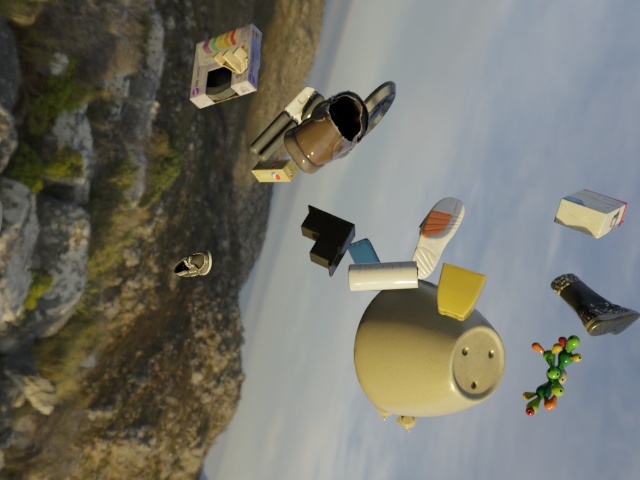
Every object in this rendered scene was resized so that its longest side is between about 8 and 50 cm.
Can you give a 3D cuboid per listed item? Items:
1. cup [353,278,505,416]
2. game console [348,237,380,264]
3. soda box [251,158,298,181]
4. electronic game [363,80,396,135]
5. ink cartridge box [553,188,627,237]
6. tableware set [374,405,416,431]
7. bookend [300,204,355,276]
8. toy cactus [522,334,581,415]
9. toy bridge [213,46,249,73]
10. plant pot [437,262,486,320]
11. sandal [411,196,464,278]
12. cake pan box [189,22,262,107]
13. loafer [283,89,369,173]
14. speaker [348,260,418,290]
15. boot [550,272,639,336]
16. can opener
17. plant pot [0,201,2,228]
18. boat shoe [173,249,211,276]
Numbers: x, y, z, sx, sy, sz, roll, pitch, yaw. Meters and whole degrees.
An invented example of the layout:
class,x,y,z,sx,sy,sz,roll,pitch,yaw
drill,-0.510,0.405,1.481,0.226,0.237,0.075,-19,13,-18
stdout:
class,x,y,z,sx,sy,sz,roll,pitch,yaw
cup,0.276,0.261,1.451,0.237,0.330,0.331,3,-103,59
game console,0.244,0.098,2.313,0.293,0.250,0.174,157,-63,-77
soda box,-0.170,-0.257,2.340,0.181,0.061,0.058,4,-130,45
electronic game,0.148,-0.388,1.920,0.229,0.048,0.229,-45,170,-10
ink cartridge box,0.793,-0.085,1.839,0.231,0.134,0.078,-18,125,-46
tableware set,0.262,0.504,1.988,0.169,0.141,0.020,-53,171,-4
bookend,0.000,0.000,1.864,0.157,0.156,0.072,-60,163,-23
toy cactus,0.566,0.330,1.560,0.180,0.112,0.219,27,84,-61
toy bridge,-0.215,-0.447,1.584,0.026,0.063,0.188,-50,-153,-8
plant pot,0.254,0.100,1.171,0.081,0.081,0.083,57,53,-69
sandal,0.334,-0.015,1.911,0.265,0.101,0.076,-63,-166,10
cake pan box,-0.331,-0.603,2.211,0.070,0.245,0.267,38,49,-53
loafer,0.050,-0.248,1.372,0.130,0.134,0.366,-29,-166,29
speaker,0.125,0.069,1.248,0.055,0.136,0.055,-4,90,-80
boot,0.742,0.166,1.709,0.179,0.236,0.085,57,-49,35
can opener,-0.102,-0.362,1.987,0.283,0.076,0.095,-45,-151,9
plant pot,-0.564,-0.037,0.988,0.096,0.108,0.109,56,-18,34
boat shoe,-0.423,0.082,2.093,0.206,0.064,0.075,-23,-107,52
